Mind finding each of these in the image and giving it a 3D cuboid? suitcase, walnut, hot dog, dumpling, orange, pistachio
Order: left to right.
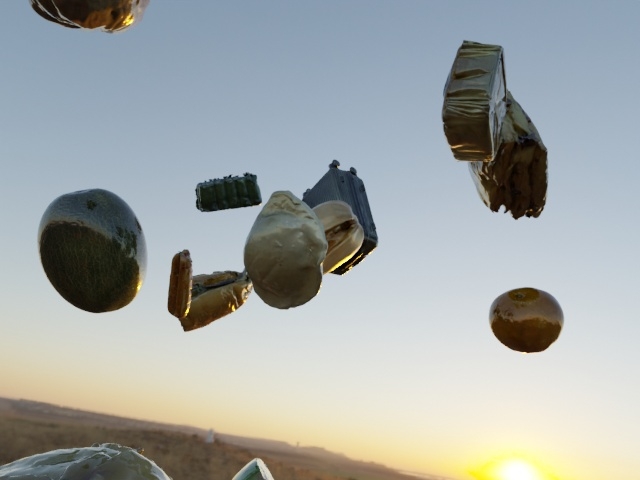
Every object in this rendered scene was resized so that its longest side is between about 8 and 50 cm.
[{"bbox_3d":[-0.448,-0.523,0.998,0.248,0.248,0.248,8,-22,3],"label":"walnut"},{"bbox_3d":[-0.284,0.089,1.053,0.038,0.144,0.062,-1,13,-44],"label":"hot dog"},{"bbox_3d":[-0.064,0.038,1.007,0.179,0.252,0.131,29,24,25],"label":"dumpling"},{"bbox_3d":[0.000,0.000,1.242,0.157,0.229,0.157,46,-19,21],"label":"pistachio"},{"bbox_3d":[0.046,-0.065,1.508,0.128,0.312,0.202,17,-44,-34],"label":"suitcase"},{"bbox_3d":[0.454,0.179,1.135,0.159,0.159,0.136,-6,-70,33],"label":"orange"}]

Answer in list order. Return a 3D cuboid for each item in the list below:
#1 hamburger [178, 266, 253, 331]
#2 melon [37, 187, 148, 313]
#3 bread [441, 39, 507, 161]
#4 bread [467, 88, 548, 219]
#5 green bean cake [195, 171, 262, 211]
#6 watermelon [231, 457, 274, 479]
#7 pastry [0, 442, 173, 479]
[{"bbox_3d":[-0.253,0.143,1.246,0.208,0.135,0.155,-12,4,-18],"label":"hamburger"},{"bbox_3d":[-0.541,0.028,1.235,0.237,0.301,0.237,-7,15,2],"label":"melon"},{"bbox_3d":[0.323,-0.286,1.080,0.110,0.192,0.210,10,-16,25],"label":"bread"},{"bbox_3d":[0.499,-0.222,1.415,0.167,0.277,0.324,-21,-39,8],"label":"bread"},{"bbox_3d":[-0.309,-0.156,1.671,0.208,0.107,0.193,-14,15,-20],"label":"green bean cake"},{"bbox_3d":[-0.138,0.471,0.857,0.128,0.231,0.146,27,-8,-18],"label":"watermelon"},{"bbox_3d":[-0.325,0.454,0.648,0.410,0.409,0.245,5,-12,10],"label":"pastry"}]
